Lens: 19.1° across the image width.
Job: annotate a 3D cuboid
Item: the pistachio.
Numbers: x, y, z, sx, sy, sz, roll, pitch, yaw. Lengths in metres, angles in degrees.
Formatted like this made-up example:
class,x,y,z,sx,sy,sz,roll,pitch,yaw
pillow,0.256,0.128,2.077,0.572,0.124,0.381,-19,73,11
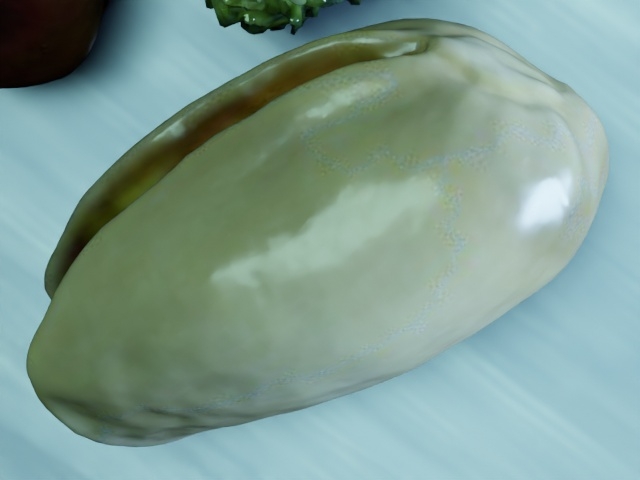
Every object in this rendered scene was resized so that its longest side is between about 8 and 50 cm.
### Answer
class,x,y,z,sx,sy,sz,roll,pitch,yaw
pistachio,0.000,0.000,0.948,0.299,0.187,0.187,-27,85,12

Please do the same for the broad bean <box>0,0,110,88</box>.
class,x,y,z,sx,sy,sz,roll,pitch,yaw
broad bean,-0.203,-0.175,0.976,0.228,0.122,0.156,40,130,-19

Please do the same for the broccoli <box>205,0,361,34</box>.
class,x,y,z,sx,sy,sz,roll,pitch,yaw
broccoli,-0.072,-0.269,0.941,0.275,0.397,0.353,-28,113,-21
